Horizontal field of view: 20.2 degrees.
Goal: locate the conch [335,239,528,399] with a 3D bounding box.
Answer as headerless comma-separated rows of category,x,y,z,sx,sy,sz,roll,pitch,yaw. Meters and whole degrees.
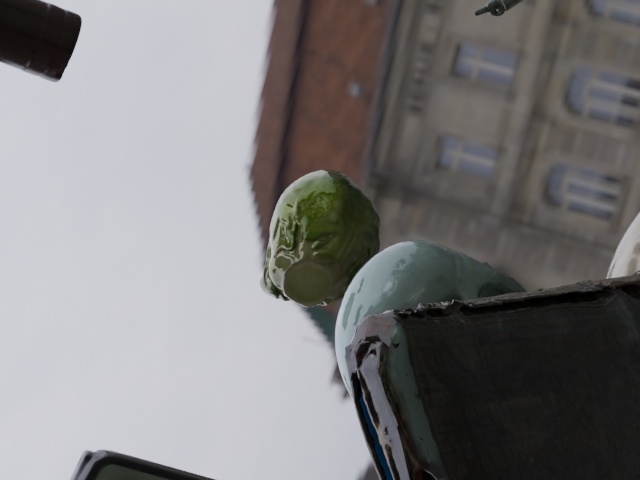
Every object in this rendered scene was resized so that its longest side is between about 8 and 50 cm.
conch,0.113,0.100,1.566,0.185,0.221,0.121,-34,5,-4

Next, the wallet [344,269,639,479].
wallet,0.135,0.102,0.891,0.317,0.044,0.169,-5,-104,-53

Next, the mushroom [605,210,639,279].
mushroom,0.339,0.080,1.181,0.290,0.292,0.292,-10,-59,-36

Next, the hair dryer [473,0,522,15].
hair dryer,0.144,-0.178,1.122,0.124,0.063,0.038,-33,14,-4

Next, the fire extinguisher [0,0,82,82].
fire extinguisher,-0.350,-0.212,1.702,0.099,0.231,0.071,127,155,-46

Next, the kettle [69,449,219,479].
kettle,-0.169,0.447,2.065,0.361,0.377,0.250,-62,12,-6

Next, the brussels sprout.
brussels sprout,0.004,0.000,1.884,0.155,0.118,0.155,-169,90,-87
